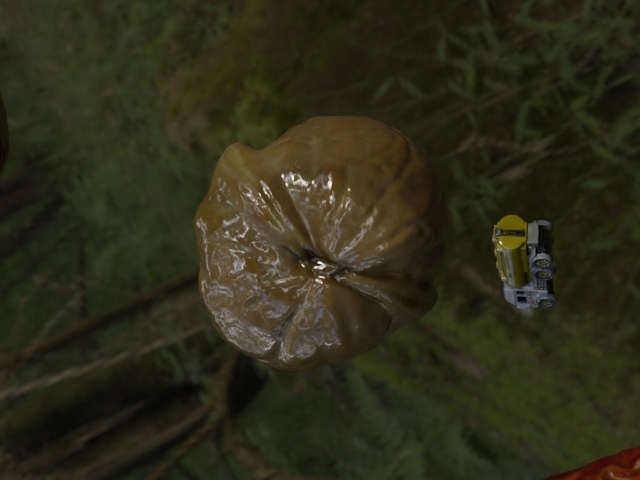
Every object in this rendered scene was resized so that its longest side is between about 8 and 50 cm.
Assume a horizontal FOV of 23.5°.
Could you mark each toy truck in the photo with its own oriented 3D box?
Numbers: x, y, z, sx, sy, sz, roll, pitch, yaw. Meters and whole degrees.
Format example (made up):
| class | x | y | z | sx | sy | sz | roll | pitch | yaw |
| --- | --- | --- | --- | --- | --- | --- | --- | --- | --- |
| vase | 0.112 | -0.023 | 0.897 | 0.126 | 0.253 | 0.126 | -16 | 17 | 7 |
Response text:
| class | x | y | z | sx | sy | sz | roll | pitch | yaw |
| --- | --- | --- | --- | --- | --- | --- | --- | --- | --- |
| toy truck | 0.216 | 0.023 | 1.623 | 0.123 | 0.063 | 0.052 | 73 | -160 | -54 |

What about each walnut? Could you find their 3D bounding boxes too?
| class | x | y | z | sx | sy | sz | roll | pitch | yaw |
| --- | --- | --- | --- | --- | --- | --- | --- | --- | --- |
| walnut | 0.000 | 0.000 | 1.669 | 0.285 | 0.296 | 0.285 | 35 | -170 | -7 |

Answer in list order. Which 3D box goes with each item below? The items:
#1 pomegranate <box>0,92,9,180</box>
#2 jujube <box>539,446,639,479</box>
| class | x | y | z | sx | sy | sz | roll | pitch | yaw |
| --- | --- | --- | --- | --- | --- | --- | --- | --- | --- |
| pomegranate | -0.352 | -0.095 | 1.091 | 0.270 | 0.229 | 0.252 | 62 | -164 | -61 |
| jujube | 0.322 | 0.329 | 1.690 | 0.216 | 0.342 | 0.216 | 63 | 176 | 7 |
